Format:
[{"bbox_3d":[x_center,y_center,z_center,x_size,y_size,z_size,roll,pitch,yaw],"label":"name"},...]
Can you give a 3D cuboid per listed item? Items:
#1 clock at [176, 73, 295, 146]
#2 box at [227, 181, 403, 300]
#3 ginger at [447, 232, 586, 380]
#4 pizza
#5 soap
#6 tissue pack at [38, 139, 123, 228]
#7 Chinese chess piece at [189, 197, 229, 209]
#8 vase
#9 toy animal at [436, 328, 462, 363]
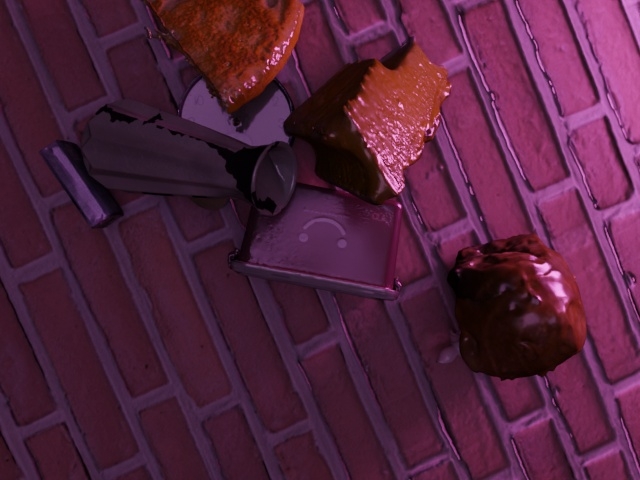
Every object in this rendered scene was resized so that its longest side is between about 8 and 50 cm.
[{"bbox_3d":[-0.149,-0.210,1.325,0.215,0.042,0.214,0,92,-2],"label":"clock"},{"bbox_3d":[0.000,0.000,1.274,0.294,0.193,0.167,11,83,-3],"label":"box"},{"bbox_3d":[0.333,0.111,1.250,0.200,0.269,0.223,-16,93,21],"label":"ginger"},{"bbox_3d":[-0.181,-0.366,1.290,0.288,0.075,0.280,31,64,14],"label":"pizza"},{"bbox_3d":[0.122,-0.210,1.175,0.304,0.339,0.169,-41,109,-3],"label":"soap"},{"bbox_3d":[-0.407,-0.095,1.281,0.051,0.112,0.156,-34,93,0],"label":"tissue pack"},{"bbox_3d":[-0.195,-0.092,1.309,0.084,0.084,0.034,24,49,-3],"label":"Chinese chess piece"},{"bbox_3d":[-0.216,-0.132,1.200,0.360,0.165,0.165,14,92,29],"label":"vase"},{"bbox_3d":[0.278,0.193,1.349,0.124,0.085,0.071,15,109,2],"label":"toy animal"}]
